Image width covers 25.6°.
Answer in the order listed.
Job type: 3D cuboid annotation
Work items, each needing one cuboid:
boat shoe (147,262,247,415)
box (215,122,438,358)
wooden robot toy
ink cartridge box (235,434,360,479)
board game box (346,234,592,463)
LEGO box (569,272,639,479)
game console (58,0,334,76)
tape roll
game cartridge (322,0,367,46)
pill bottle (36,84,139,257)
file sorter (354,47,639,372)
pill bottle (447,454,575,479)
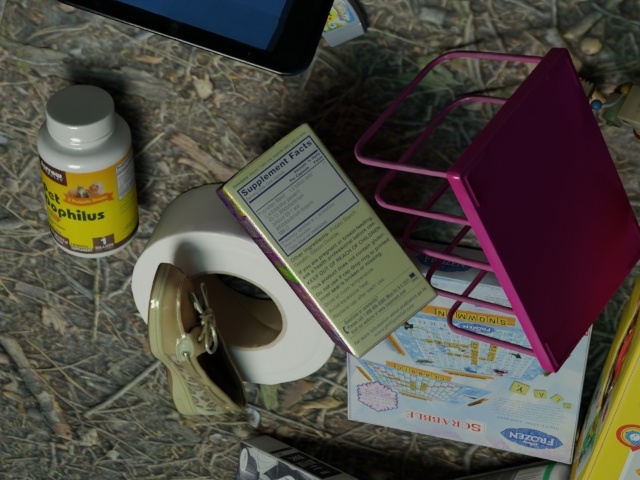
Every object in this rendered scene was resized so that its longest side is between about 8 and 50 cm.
[{"bbox_3d":[-0.157,0.129,1.811,0.089,0.105,0.285,4,144,12],"label":"boat shoe"},{"bbox_3d":[0.000,0.000,1.620,0.243,0.117,0.213,53,175,-5],"label":"box"},{"bbox_3d":[0.350,-0.153,1.504,0.173,0.079,0.076,24,176,33],"label":"wooden robot toy"},{"bbox_3d":[0.003,0.415,2.045,0.332,0.065,0.165,17,105,41],"label":"ink cartridge box"},{"bbox_3d":[0.192,0.143,1.846,0.318,0.066,0.318,11,135,12],"label":"board game box"},{"bbox_3d":[0.532,0.187,1.662,0.372,0.193,0.500,15,136,7],"label":"LEGO box"},{"bbox_3d":[-0.109,-0.345,1.410,0.293,0.173,0.250,18,137,3],"label":"game console"},{"bbox_3d":[-0.101,0.060,1.858,0.286,0.100,0.286,12,136,12],"label":"tape roll"},{"bbox_3d":[0.013,-0.256,1.562,0.056,0.017,0.083,-21,122,31],"label":"game cartridge"},{"bbox_3d":[-0.293,-0.088,1.774,0.117,0.117,0.215,12,136,11],"label":"pill bottle"},{"bbox_3d":[0.194,-0.041,1.545,0.182,0.202,0.291,13,143,46],"label":"file sorter"},{"bbox_3d":[0.238,0.437,2.018,0.361,0.204,0.204,-19,124,35],"label":"pill bottle"}]
